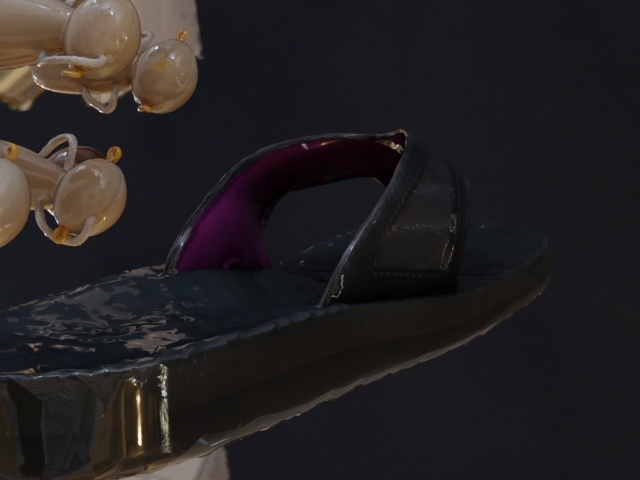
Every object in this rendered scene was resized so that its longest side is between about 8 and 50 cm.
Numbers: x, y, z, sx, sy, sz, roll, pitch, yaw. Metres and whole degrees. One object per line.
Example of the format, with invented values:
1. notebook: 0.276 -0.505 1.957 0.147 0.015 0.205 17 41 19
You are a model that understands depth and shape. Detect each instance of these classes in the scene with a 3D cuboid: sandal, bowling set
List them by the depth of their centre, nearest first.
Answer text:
1. sandal: 0.001 0.000 0.481 0.168 0.446 0.107 1 -82 29
2. bowling set: -0.140 -0.083 0.584 0.154 0.287 0.200 12 -22 29
